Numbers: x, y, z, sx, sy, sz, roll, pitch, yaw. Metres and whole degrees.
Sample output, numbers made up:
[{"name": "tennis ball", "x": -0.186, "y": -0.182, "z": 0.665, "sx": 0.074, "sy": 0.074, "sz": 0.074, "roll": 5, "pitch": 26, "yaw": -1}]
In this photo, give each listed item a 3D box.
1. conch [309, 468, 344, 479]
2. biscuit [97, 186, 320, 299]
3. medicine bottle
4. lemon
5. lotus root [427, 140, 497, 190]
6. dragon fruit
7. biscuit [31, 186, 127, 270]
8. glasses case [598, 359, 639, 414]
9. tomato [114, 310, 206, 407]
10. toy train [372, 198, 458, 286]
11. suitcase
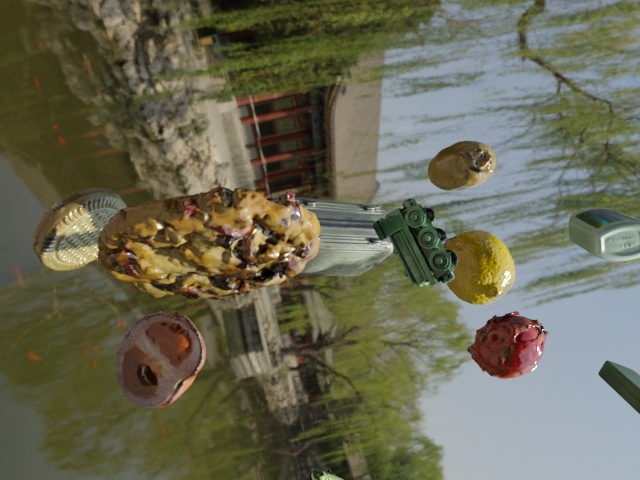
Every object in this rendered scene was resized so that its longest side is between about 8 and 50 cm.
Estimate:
[{"name": "conch", "x": 0.013, "y": 0.623, "z": 1.396, "sx": 0.170, "sy": 0.106, "sz": 0.079, "roll": 60, "pitch": 31, "yaw": -33}, {"name": "biscuit", "x": -0.163, "y": 0.022, "z": 0.849, "sx": 0.289, "sy": 0.334, "sz": 0.081, "roll": 63, "pitch": 16, "yaw": -62}, {"name": "medicine bottle", "x": 0.604, "y": -0.021, "z": 1.182, "sx": 0.229, "sy": 0.121, "sz": 0.083, "roll": -65, "pitch": 146, "yaw": -77}, {"name": "lemon", "x": 0.508, "y": 0.093, "z": 1.782, "sx": 0.228, "sy": 0.228, "sz": 0.253, "roll": 85, "pitch": -11, "yaw": -55}, {"name": "lotus root", "x": 0.438, "y": -0.235, "z": 1.751, "sx": 0.146, "sy": 0.160, "sz": 0.284, "roll": 69, "pitch": -15, "yaw": -5}, {"name": "dragon fruit", "x": 0.491, "y": 0.276, "z": 1.449, "sx": 0.172, "sy": 0.209, "sz": 0.172, "roll": 49, "pitch": 19, "yaw": -23}, {"name": "biscuit", "x": -0.582, "y": -0.026, "z": 1.348, "sx": 0.079, "sy": 0.259, "sz": 0.259, "roll": 44, "pitch": -16, "yaw": 16}, {"name": "glasses case", "x": 0.647, "y": 0.311, "z": 1.118, "sx": 0.184, "sy": 0.078, "sz": 0.039, "roll": -99, "pitch": -149, "yaw": -74}, {"name": "tomato", "x": -0.372, "y": 0.277, "z": 1.320, "sx": 0.199, "sy": 0.228, "sz": 0.112, "roll": 45, "pitch": 0, "yaw": 13}, {"name": "toy train", "x": 0.180, "y": 0.010, "z": 1.025, "sx": 0.071, "sy": 0.111, "sz": 0.170, "roll": -4, "pitch": 66, "yaw": -60}, {"name": "suitcase", "x": 0.000, "y": 0.000, "z": 1.261, "sx": 0.202, "sy": 0.312, "sz": 0.128, "roll": 137, "pitch": -50, "yaw": -56}]
